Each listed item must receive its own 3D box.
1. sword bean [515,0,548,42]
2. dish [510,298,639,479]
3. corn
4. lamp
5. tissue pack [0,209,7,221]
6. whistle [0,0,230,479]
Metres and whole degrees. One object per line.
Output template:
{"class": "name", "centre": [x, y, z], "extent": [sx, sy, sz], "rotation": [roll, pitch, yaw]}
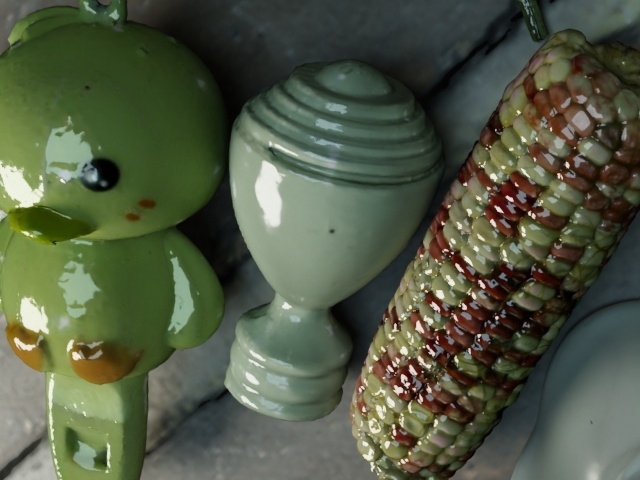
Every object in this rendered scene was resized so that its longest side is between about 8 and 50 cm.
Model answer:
{"class": "sword bean", "centre": [0.091, -0.135, 0.774], "extent": [0.012, 0.012, 0.083], "rotation": [-27, 89, 25]}
{"class": "dish", "centre": [0.190, 0.133, 0.752], "extent": [0.229, 0.081, 0.229], "rotation": [5, 102, 22]}
{"class": "corn", "centre": [0.085, 0.017, 0.769], "extent": [0.086, 0.086, 0.253], "rotation": [34, 115, 13]}
{"class": "lamp", "centre": [0.000, 0.000, 0.798], "extent": [0.106, 0.106, 0.193], "rotation": [20, 119, 18]}
{"class": "tissue pack", "centre": [-0.163, -0.047, 0.891], "extent": [0.056, 0.023, 0.108], "rotation": [0, 102, 21]}
{"class": "whistle", "centre": [-0.121, 0.013, 0.820], "extent": [0.141, 0.141, 0.294], "rotation": [10, 101, 20]}
